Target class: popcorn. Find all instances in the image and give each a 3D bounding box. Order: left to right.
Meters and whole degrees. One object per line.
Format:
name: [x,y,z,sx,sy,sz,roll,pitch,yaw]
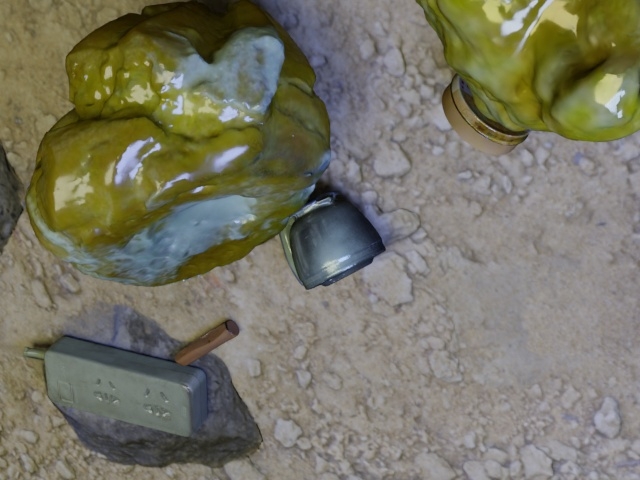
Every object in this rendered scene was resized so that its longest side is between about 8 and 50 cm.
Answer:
popcorn: [0.210,-0.239,1.480,0.334,0.292,0.293,40,132,6]

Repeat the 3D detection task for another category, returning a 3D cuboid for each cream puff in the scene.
cream puff: [-0.167,-0.129,1.717,0.378,0.378,0.276,-39,65,36]

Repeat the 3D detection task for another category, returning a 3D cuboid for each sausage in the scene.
sausage: [-0.154,0.141,2.032,0.116,0.026,0.026,-33,99,36]

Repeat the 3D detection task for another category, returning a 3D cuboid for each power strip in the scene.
power strip: [-0.296,0.197,2.117,0.288,0.053,0.093,11,122,20]

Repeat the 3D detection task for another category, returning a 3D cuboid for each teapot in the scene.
teapot: [0.010,-0.005,1.840,0.111,0.149,0.108,-25,88,-4]

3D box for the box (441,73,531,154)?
box: [0.184,-0.144,1.655,0.105,0.105,0.037,41,132,0]
